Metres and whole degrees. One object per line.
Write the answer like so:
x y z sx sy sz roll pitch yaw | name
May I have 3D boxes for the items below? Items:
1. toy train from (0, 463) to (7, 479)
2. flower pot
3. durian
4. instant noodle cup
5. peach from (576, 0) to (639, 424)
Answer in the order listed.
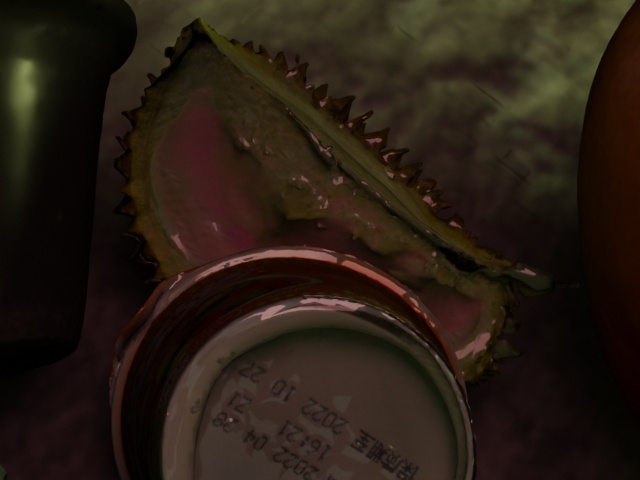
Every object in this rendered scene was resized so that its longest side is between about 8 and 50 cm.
-0.165 0.189 0.699 0.188 0.132 0.243 18 48 2 | toy train
-0.184 -0.010 0.793 0.235 0.235 0.148 -7 81 -17 | flower pot
-0.001 0.003 0.883 0.221 0.095 0.137 37 96 4 | durian
-0.008 0.078 0.743 0.168 0.185 0.168 0 88 -5 | instant noodle cup
0.267 -0.019 0.852 0.308 0.308 0.332 42 75 13 | peach
